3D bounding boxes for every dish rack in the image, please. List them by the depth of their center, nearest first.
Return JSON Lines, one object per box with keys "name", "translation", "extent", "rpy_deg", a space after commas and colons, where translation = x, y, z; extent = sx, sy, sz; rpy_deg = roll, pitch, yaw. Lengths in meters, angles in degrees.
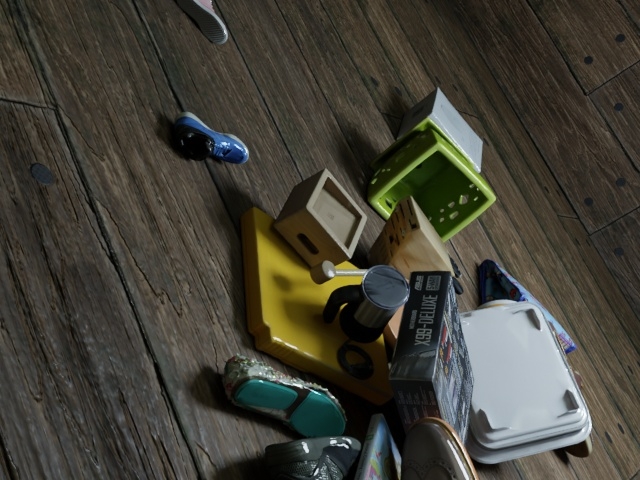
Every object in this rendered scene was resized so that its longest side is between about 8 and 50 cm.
{"name": "dish rack", "translation": [0.394, 0.276, 1.711], "extent": [0.285, 0.072, 0.333], "rpy_deg": [-10, 57, -11]}

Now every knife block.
{"name": "knife block", "translation": [0.235, 0.033, 1.744], "extent": [0.242, 0.276, 0.088], "rpy_deg": [3, 51, -21]}

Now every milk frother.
{"name": "milk frother", "translation": [0.084, 0.141, 1.379], "extent": [0.129, 0.135, 0.143], "rpy_deg": [-17, 65, -26]}

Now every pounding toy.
{"name": "pounding toy", "translation": [0.004, 0.010, 1.459], "extent": [0.181, 0.094, 0.206], "rpy_deg": [49, 38, -20]}

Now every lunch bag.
{"name": "lunch bag", "translation": [0.529, 0.177, 2.189], "extent": [0.221, 0.138, 0.293], "rpy_deg": [42, 20, -19]}

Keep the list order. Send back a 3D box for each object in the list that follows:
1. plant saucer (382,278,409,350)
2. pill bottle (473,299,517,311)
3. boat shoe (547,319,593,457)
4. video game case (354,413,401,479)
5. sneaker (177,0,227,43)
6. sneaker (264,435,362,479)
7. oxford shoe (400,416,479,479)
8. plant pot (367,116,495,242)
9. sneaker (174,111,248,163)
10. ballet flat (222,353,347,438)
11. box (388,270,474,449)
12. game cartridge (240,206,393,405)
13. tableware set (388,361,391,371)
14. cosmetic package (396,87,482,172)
{"name": "plant saucer", "translation": [0.172, 0.164, 1.656], "extent": [0.200, 0.037, 0.200], "rpy_deg": [37, 36, -34]}
{"name": "pill bottle", "translation": [0.426, 0.280, 1.856], "extent": [0.152, 0.152, 0.272], "rpy_deg": [37, 32, -31]}
{"name": "boat shoe", "translation": [0.595, 0.358, 2.008], "extent": [0.123, 0.123, 0.342], "rpy_deg": [-25, 87, -29]}
{"name": "video game case", "translation": [0.106, 0.409, 1.264], "extent": [0.193, 0.023, 0.212], "rpy_deg": [-63, 134, -60]}
{"name": "sneaker", "translation": [-0.240, -0.484, 1.752], "extent": [0.134, 0.051, 0.070], "rpy_deg": [45, 34, -10]}
{"name": "sneaker", "translation": [-0.001, 0.347, 1.178], "extent": [0.227, 0.087, 0.130], "rpy_deg": [20, 60, -65]}
{"name": "oxford shoe", "translation": [0.166, 0.437, 1.197], "extent": [0.132, 0.130, 0.364], "rpy_deg": [30, 50, -55]}
{"name": "plant pot", "translation": [0.257, -0.149, 2.003], "extent": [0.228, 0.227, 0.207], "rpy_deg": [40, 24, -26]}
{"name": "sneaker", "translation": [-0.193, -0.163, 1.458], "extent": [0.152, 0.058, 0.085], "rpy_deg": [32, 29, -30]}
{"name": "ballet flat", "translation": [-0.052, 0.229, 1.231], "extent": [0.241, 0.091, 0.077], "rpy_deg": [36, 10, -39]}
{"name": "box", "translation": [0.202, 0.244, 1.432], "extent": [0.242, 0.076, 0.307], "rpy_deg": [-72, 152, -44]}
{"name": "game cartridge", "translation": [-0.008, 0.119, 1.461], "extent": [0.323, 0.052, 0.285], "rpy_deg": [30, 36, -35]}
{"name": "tableware set", "translation": [0.181, 0.307, 1.577], "extent": [0.141, 0.020, 0.169], "rpy_deg": [0, 59, -58]}
{"name": "cosmetic package", "translation": [0.352, -0.289, 2.392], "extent": [0.225, 0.138, 0.224], "rpy_deg": [47, 28, -13]}
